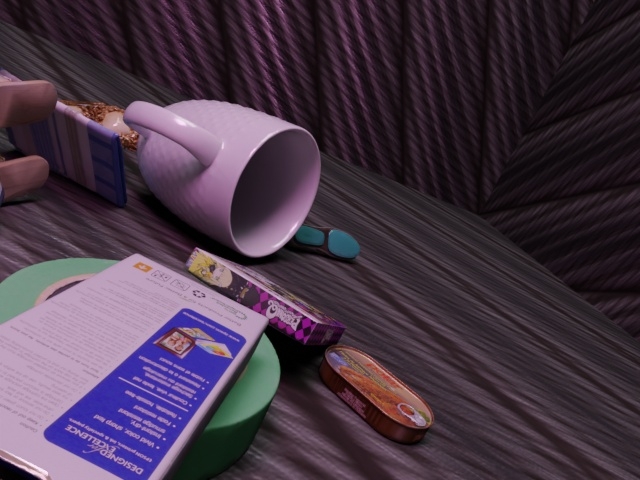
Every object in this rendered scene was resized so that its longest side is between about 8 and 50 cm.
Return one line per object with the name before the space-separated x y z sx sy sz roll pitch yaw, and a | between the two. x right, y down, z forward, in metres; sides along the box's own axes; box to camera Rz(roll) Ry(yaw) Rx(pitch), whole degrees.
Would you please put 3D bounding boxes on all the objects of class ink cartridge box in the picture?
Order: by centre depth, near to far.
ink cartridge box | -0.176 0.116 0.471 0.176 0.069 0.371 26 14 3

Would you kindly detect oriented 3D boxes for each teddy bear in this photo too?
teddy bear | -0.516 -0.248 1.236 0.245 0.113 0.338 -6 17 -42

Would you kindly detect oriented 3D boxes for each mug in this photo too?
mug | -0.229 -0.165 1.116 0.328 0.276 0.374 26 -5 28

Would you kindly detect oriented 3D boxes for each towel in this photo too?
towel | -0.491 -0.193 1.059 0.285 0.209 0.034 28 53 7

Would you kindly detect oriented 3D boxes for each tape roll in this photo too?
tape roll | -0.207 0.130 0.633 0.321 0.077 0.321 22 17 -7

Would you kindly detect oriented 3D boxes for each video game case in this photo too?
video game case | -0.075 0.094 0.862 0.210 0.041 0.232 30 -3 16

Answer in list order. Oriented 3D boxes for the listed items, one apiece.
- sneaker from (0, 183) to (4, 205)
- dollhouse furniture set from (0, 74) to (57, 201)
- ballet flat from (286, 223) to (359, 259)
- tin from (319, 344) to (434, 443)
sneaker | -0.537 -0.044 0.706 0.099 0.153 0.282 32 48 18
dollhouse furniture set | -0.584 -0.320 0.916 0.362 0.394 0.256 26 26 10
ballet flat | 0.000 0.000 1.357 0.213 0.072 0.068 16 -12 -35
tin | 0.079 0.223 0.820 0.190 0.040 0.106 35 24 33
